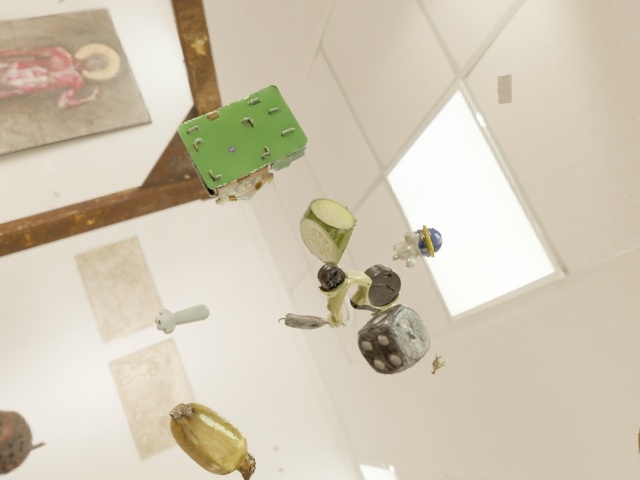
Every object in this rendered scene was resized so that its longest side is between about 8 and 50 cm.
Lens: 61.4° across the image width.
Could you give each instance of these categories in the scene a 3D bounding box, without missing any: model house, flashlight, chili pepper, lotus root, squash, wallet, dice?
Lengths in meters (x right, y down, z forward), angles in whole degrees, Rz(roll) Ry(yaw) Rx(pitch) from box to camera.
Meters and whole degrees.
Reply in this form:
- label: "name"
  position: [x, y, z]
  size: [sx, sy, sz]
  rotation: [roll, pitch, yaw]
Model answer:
- label: "model house"
  position: [-0.228, -0.277, 1.713]
  size: [0.243, 0.357, 0.313]
  rotation: [59, -12, 10]
- label: "flashlight"
  position: [-0.504, 0.281, 1.979]
  size: [0.047, 0.200, 0.093]
  rotation: [-40, -113, 58]
- label: "chili pepper"
  position: [-0.050, 0.238, 1.572]
  size: [0.050, 0.153, 0.041]
  rotation: [80, 19, -68]
- label: "lotus root"
  position: [-0.316, 0.577, 1.559]
  size: [0.303, 0.146, 0.130]
  rotation: [43, -19, -13]
- label: "squash"
  position: [0.000, 0.000, 1.873]
  size: [0.189, 0.189, 0.261]
  rotation: [56, -47, 35]
- label: "wallet"
  position: [0.550, -0.451, 1.607]
  size: [0.011, 0.044, 0.084]
  rotation: [-36, 121, -70]
- label: "dice"
  position: [0.249, 0.338, 1.840]
  size: [0.182, 0.181, 0.183]
  rotation: [-31, -87, 46]

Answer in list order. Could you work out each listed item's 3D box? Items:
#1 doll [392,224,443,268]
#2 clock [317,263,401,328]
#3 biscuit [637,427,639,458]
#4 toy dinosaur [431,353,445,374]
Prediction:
- label: "doll"
  position: [0.450, 0.024, 2.513]
  size: [0.311, 0.242, 0.160]
  rotation: [-68, 152, -68]
- label: "clock"
  position: [0.148, 0.222, 2.154]
  size: [0.120, 0.378, 0.277]
  rotation: [-137, -126, -58]
- label: "biscuit"
  position: [0.829, 0.486, 1.216]
  size: [0.259, 0.258, 0.079]
  rotation: [65, -25, 16]
- label: "toy dinosaur"
  position: [0.329, 0.340, 1.504]
  size: [0.026, 0.041, 0.113]
  rotation: [47, -26, 34]
